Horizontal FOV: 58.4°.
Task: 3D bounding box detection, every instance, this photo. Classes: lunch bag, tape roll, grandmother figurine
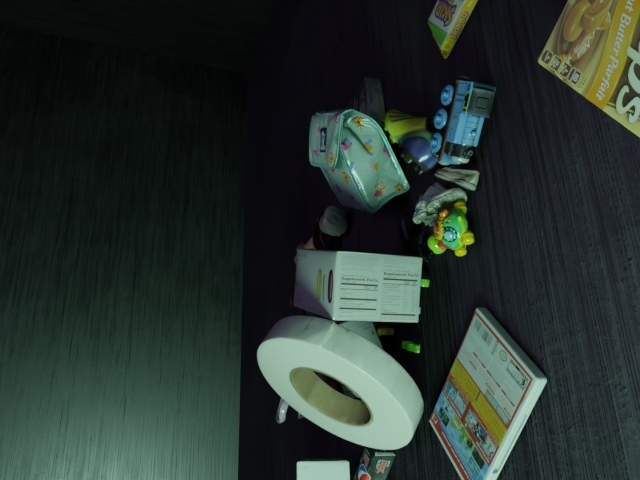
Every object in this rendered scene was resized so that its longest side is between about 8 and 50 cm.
[{"bbox_3d":[0.078,-0.215,1.465,0.262,0.160,0.223,58,169,-19],"label":"lunch bag"},{"bbox_3d":[0.038,0.321,1.271,0.072,0.392,0.392,-54,0,-34],"label":"tape roll"},{"bbox_3d":[0.000,0.000,1.883,0.342,0.104,0.208,122,140,-57],"label":"grandmother figurine"}]

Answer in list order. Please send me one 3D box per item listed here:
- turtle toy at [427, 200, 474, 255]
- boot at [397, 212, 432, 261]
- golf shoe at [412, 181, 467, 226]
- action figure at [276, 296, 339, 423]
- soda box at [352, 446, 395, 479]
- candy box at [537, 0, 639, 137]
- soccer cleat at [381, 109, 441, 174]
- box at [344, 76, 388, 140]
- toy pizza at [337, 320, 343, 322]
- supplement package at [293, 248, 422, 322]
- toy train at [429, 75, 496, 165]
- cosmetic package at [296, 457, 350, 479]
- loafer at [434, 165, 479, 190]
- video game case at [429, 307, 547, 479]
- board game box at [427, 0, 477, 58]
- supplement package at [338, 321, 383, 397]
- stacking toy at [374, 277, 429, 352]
[{"bbox_3d":[0.260,-0.015,1.165,0.130,0.066,0.095,101,165,-60],"label":"turtle toy"},{"bbox_3d":[0.219,-0.009,1.324,0.099,0.045,0.121,168,100,-73],"label":"boot"},{"bbox_3d":[0.252,-0.094,1.230,0.176,0.069,0.086,147,133,-65],"label":"golf shoe"},{"bbox_3d":[-0.052,0.340,1.697,0.248,0.275,0.370,117,139,-59],"label":"action figure"},{"bbox_3d":[0.125,0.562,1.393,0.053,0.060,0.169,-118,38,-58],"label":"soda box"},{"bbox_3d":[0.427,-0.248,0.727,0.316,0.087,0.183,-108,30,-51],"label":"candy box"},{"bbox_3d":[0.228,-0.254,1.353,0.121,0.093,0.289,-44,28,15],"label":"soccer cleat"},{"bbox_3d":[0.126,-0.329,1.676,0.183,0.056,0.231,131,141,-58],"label":"box"},{"bbox_3d":[0.074,0.147,1.719,0.201,0.032,0.201,-174,90,-72],"label":"toy pizza"},{"bbox_3d":[0.075,0.097,1.310,0.262,0.204,0.145,179,95,-69],"label":"supplement package"},{"bbox_3d":[0.284,-0.239,1.161,0.105,0.080,0.184,-141,59,-61],"label":"toy train"},{"bbox_3d":[0.007,0.687,1.487,0.225,0.138,0.224,86,-177,-70],"label":"cosmetic package"},{"bbox_3d":[0.285,-0.135,1.187,0.039,0.045,0.125,-64,29,6],"label":"loafer"},{"bbox_3d":[0.292,0.296,1.046,0.204,0.025,0.285,-118,39,-58],"label":"video game case"},{"bbox_3d":[0.307,-0.543,1.257,0.259,0.039,0.124,112,156,-45],"label":"board game box"},{"bbox_3d":[0.092,0.286,1.417,0.179,0.105,0.105,68,157,9],"label":"supplement package"},{"bbox_3d":[0.192,0.157,1.352,0.221,0.052,0.167,-169,83,-69],"label":"stacking toy"}]
